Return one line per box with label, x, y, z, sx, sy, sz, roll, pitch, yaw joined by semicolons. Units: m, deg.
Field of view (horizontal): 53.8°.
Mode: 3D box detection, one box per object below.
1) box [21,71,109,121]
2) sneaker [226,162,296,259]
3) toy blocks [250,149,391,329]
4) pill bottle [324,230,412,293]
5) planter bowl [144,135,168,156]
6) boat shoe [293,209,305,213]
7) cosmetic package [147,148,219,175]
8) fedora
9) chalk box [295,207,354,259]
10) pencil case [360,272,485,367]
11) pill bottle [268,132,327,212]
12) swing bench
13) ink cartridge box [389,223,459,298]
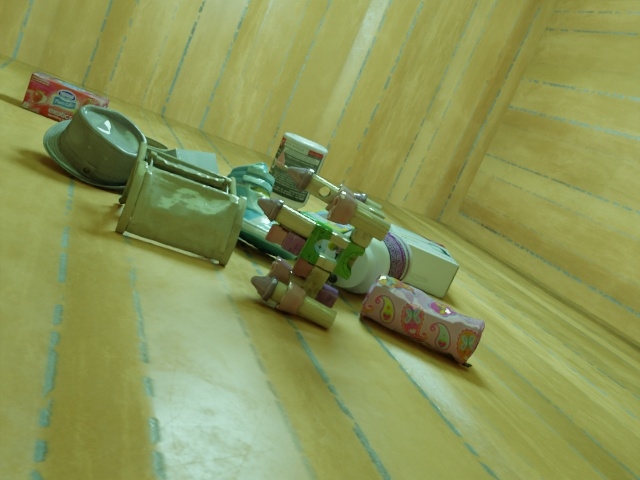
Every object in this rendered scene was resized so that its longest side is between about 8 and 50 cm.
box;-0.892;-0.484;2.222;0.257;0.128;0.122;21;11;-17
sneaker;-0.151;-0.094;1.673;0.319;0.208;0.127;28;-16;21
toy blocks;-0.034;-0.014;1.381;0.260;0.288;0.309;28;14;-6
pill bottle;0.125;0.055;1.691;0.169;0.169;0.301;28;12;23
planter bowl;-0.555;-0.257;1.908;0.162;0.109;0.162;23;11;-5
boat shoe;-0.070;-0.057;1.848;0.068;0.072;0.190;44;14;-16
cosmetic package;-0.410;-0.208;1.881;0.127;0.107;0.238;-13;-3;21
fedora;-0.562;-0.259;1.641;0.275;0.124;0.244;39;37;-2
chalk box;0.000;0.000;1.757;0.132;0.132;0.213;29;19;23
pencil case;0.237;0.184;1.475;0.284;0.124;0.124;26;11;6
pill bottle;-0.100;-0.210;2.159;0.161;0.283;0.161;22;12;-5
swing bench;-0.322;-0.088;1.463;0.253;0.165;0.254;19;12;-22
ink cartridge box;0.327;0.063;2.166;0.226;0.131;0.306;23;10;-4
